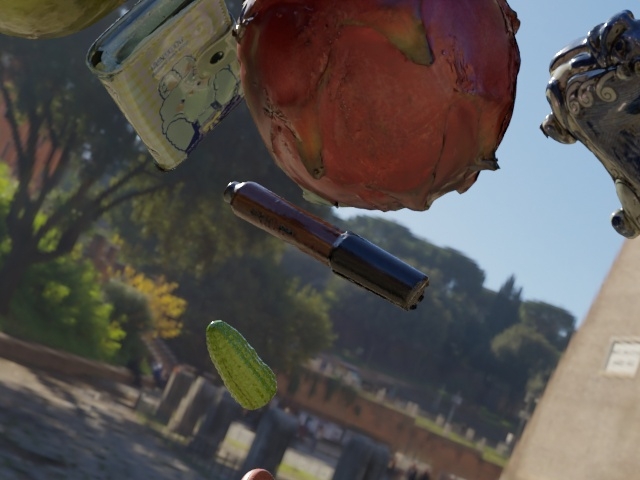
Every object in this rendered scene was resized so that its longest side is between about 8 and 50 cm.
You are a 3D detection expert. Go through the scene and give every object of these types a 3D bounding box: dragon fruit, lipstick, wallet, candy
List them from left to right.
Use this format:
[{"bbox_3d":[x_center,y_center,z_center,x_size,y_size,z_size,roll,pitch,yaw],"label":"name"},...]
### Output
[{"bbox_3d":[-0.209,-0.245,1.525,0.077,0.223,0.309,40,-9,20],"label":"wallet"},{"bbox_3d":[-0.166,0.243,2.053,0.097,0.097,0.209,10,-43,51],"label":"candy"},{"bbox_3d":[0.000,0.000,1.746,0.418,0.077,0.077,28,-5,29],"label":"lipstick"},{"bbox_3d":[0.057,-0.180,1.054,0.295,0.295,0.301,8,-52,55],"label":"dragon fruit"}]

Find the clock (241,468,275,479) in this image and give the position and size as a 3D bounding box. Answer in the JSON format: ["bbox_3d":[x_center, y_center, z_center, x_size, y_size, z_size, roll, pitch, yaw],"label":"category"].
[{"bbox_3d":[-0.114,0.533,1.927,0.051,0.205,0.205,-5,-19,19],"label":"clock"}]

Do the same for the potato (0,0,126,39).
[{"bbox_3d":[-0.321,-0.288,0.926,0.213,0.280,0.330,-32,-40,22],"label":"potato"}]

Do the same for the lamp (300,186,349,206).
[{"bbox_3d":[0.046,-0.201,2.023,0.250,0.250,0.284,19,-24,18],"label":"lamp"}]

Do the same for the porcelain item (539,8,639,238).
[{"bbox_3d":[0.388,-0.128,1.197,0.288,0.138,0.186,54,-26,6],"label":"porcelain item"}]
